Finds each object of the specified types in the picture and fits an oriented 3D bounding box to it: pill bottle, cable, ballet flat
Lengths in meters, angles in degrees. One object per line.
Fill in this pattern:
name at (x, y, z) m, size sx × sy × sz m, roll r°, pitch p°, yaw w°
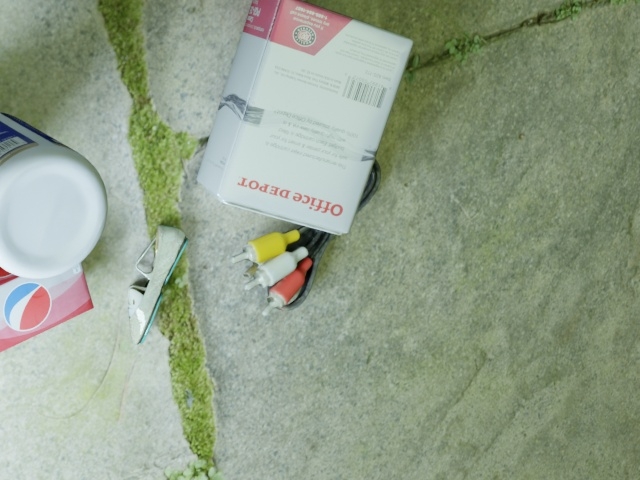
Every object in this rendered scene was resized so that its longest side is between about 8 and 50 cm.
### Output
pill bottle at (-0.368, -0.066, 1.706) m, size 0.153 × 0.264 × 0.153 m, roll -14°, pitch 115°, yaw -31°
cable at (0.000, 0.000, 2.129) m, size 0.287 × 0.072 × 0.139 m, roll -37°, pitch 117°, yaw -19°
ballet flat at (-0.234, 0.057, 2.002) m, size 0.052 × 0.057 × 0.168 m, roll 24°, pitch 88°, yaw -12°

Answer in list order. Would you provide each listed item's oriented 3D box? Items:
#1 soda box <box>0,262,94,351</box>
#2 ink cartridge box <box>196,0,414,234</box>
soda box at (-0.422, 0.088, 1.842) m, size 0.263 × 0.083 × 0.092 m, roll -27°, pitch 122°, yaw -27°
ink cartridge box at (-0.025, -0.174, 1.993) m, size 0.207 × 0.117 × 0.283 m, roll 15°, pitch 98°, yaw -25°
